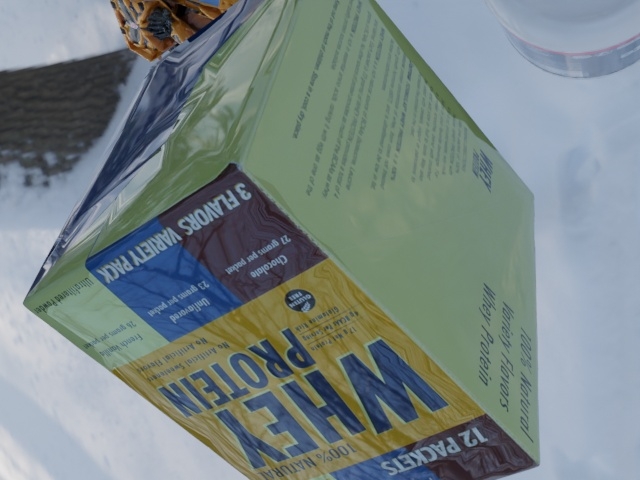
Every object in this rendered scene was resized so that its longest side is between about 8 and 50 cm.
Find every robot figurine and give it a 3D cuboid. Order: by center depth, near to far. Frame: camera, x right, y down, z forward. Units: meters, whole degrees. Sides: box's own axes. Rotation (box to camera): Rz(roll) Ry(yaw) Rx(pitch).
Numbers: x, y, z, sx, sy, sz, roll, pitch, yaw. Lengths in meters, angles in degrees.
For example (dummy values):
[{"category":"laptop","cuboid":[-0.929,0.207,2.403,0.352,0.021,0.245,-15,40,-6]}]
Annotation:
[{"category":"robot figurine","cuboid":[-0.123,-0.244,1.040,0.291,0.085,0.211,22,152,20]}]

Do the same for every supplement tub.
[{"category":"supplement tub","cuboid":[0.262,-0.264,0.918,0.191,0.272,0.191,1,92,18]}]

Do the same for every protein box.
[{"category":"protein box","cuboid":[0.000,0.000,0.474,0.136,0.199,0.201,-28,121,31]}]
